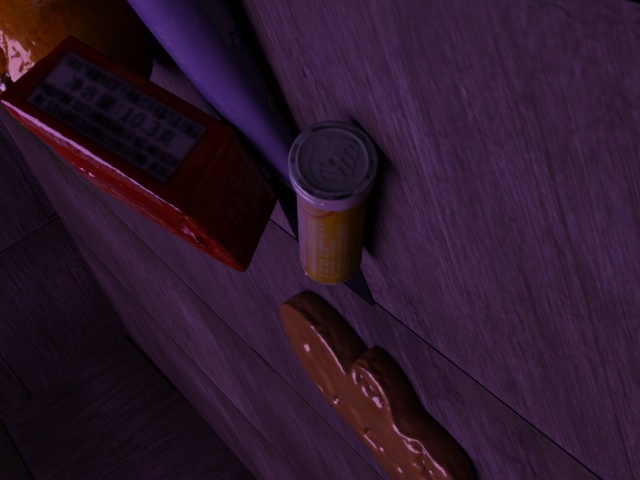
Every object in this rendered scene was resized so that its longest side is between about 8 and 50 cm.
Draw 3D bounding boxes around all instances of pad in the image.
[{"bbox_3d":[0.000,0.000,1.287,0.157,0.003,0.112,37,156,50],"label":"pad"}]

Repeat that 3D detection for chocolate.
[{"bbox_3d":[-0.171,-0.086,1.237,0.237,0.108,0.235,32,173,18],"label":"chocolate"}]

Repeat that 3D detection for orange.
[{"bbox_3d":[-0.294,-0.232,1.370,0.219,0.193,0.219,38,140,40],"label":"orange"}]

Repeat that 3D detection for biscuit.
[{"bbox_3d":[0.060,0.200,1.441,0.355,0.052,0.275,45,162,31],"label":"biscuit"}]

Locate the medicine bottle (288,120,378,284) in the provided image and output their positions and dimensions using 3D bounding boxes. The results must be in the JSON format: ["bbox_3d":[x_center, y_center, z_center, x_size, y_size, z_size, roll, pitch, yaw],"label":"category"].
[{"bbox_3d":[0.011,-0.025,1.072,0.074,0.074,0.218,51,166,18],"label":"medicine bottle"}]

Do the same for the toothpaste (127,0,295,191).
[{"bbox_3d":[-0.097,-0.161,1.116,0.125,0.080,0.371,37,162,49],"label":"toothpaste"}]
